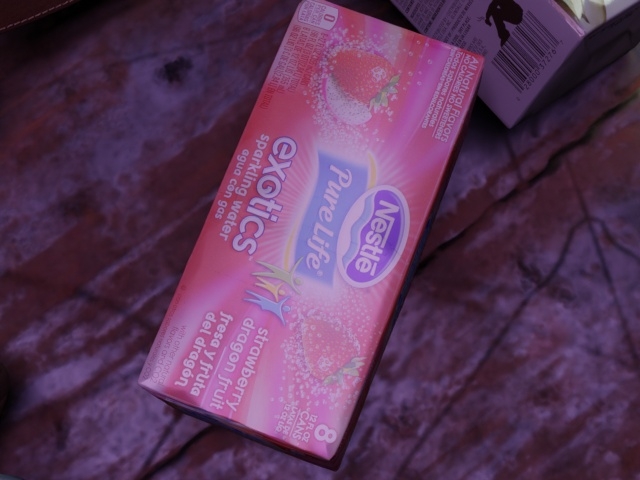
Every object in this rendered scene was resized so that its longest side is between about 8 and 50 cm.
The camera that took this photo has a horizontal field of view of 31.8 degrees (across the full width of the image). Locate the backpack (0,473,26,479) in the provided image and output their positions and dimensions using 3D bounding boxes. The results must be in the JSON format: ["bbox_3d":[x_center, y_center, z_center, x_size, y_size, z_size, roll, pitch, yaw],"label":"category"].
[{"bbox_3d":[-0.244,0.221,0.736,0.182,0.152,0.115,7,110,-26],"label":"backpack"}]

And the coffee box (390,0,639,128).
[{"bbox_3d":[0.121,-0.255,0.863,0.168,0.119,0.297,-32,76,-33],"label":"coffee box"}]

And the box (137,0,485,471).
[{"bbox_3d":[0.000,0.000,0.814,0.142,0.154,0.300,20,77,7],"label":"box"}]

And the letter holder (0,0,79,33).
[{"bbox_3d":[-0.224,-0.318,0.894,0.302,0.214,0.152,-35,45,-23],"label":"letter holder"}]

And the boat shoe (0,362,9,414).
[{"bbox_3d":[-0.324,0.186,0.824,0.095,0.095,0.257,23,79,33],"label":"boat shoe"}]
